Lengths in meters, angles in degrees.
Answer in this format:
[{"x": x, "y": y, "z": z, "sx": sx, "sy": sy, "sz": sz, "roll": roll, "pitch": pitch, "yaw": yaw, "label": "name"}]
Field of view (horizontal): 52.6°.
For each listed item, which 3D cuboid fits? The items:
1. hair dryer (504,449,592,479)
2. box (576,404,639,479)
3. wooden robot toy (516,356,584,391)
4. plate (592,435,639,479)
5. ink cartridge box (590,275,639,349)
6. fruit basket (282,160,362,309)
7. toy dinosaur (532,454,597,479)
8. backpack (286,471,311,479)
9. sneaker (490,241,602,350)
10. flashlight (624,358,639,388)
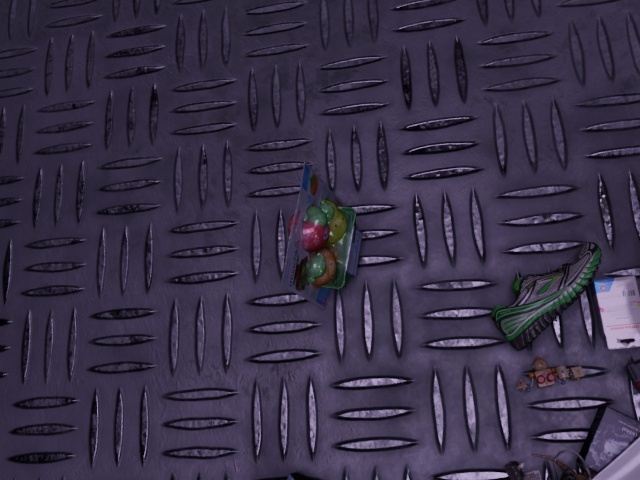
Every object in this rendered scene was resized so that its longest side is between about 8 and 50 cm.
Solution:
[{"x": 0.552, "y": 0.656, "z": 1.525, "sx": 0.224, "sy": 0.080, "sz": 0.293, "roll": -33, "pitch": 68, "yaw": 48, "label": "hair dryer"}, {"x": 0.732, "y": 0.507, "z": 1.572, "sx": 0.156, "sy": 0.093, "sz": 0.158, "roll": 24, "pitch": 82, "yaw": 17, "label": "box"}, {"x": 0.581, "y": 0.333, "z": 1.668, "sx": 0.173, "sy": 0.076, "sz": 0.079, "roll": -15, "pitch": 61, "yaw": 8, "label": "wooden robot toy"}, {"x": 0.772, "y": 0.556, "z": 1.411, "sx": 0.278, "sy": 0.045, "sz": 0.277, "roll": -44, "pitch": 33, "yaw": 3, "label": "plate"}, {"x": 0.768, "y": 0.189, "z": 1.668, "sx": 0.104, "sy": 0.061, "sz": 0.181, "roll": -8, "pitch": 73, "yaw": 11, "label": "ink cartridge box"}, {"x": 0.000, "y": 0.000, "z": 1.736, "sx": 0.166, "sy": 0.353, "sz": 0.326, "roll": 6, "pitch": 75, "yaw": 15, "label": "fruit basket"}, {"x": 0.629, "y": 0.585, "z": 1.579, "sx": 0.064, "sy": 0.112, "sz": 0.211, "roll": -61, "pitch": 28, "yaw": 15, "label": "toy dinosaur"}, {"x": -0.050, "y": 0.667, "z": 1.692, "sx": 0.114, "sy": 0.105, "sz": 0.084, "roll": 35, "pitch": 84, "yaw": 24, "label": "backpack"}, {"x": 0.591, "y": 0.122, "z": 1.688, "sx": 0.343, "sy": 0.134, "sz": 0.146, "roll": -43, "pitch": 70, "yaw": -1, "label": "sneaker"}, {"x": 0.857, "y": 0.423, "z": 1.562, "sx": 0.103, "sy": 0.103, "sz": 0.304, "roll": -24, "pitch": 70, "yaw": 4, "label": "flashlight"}]
